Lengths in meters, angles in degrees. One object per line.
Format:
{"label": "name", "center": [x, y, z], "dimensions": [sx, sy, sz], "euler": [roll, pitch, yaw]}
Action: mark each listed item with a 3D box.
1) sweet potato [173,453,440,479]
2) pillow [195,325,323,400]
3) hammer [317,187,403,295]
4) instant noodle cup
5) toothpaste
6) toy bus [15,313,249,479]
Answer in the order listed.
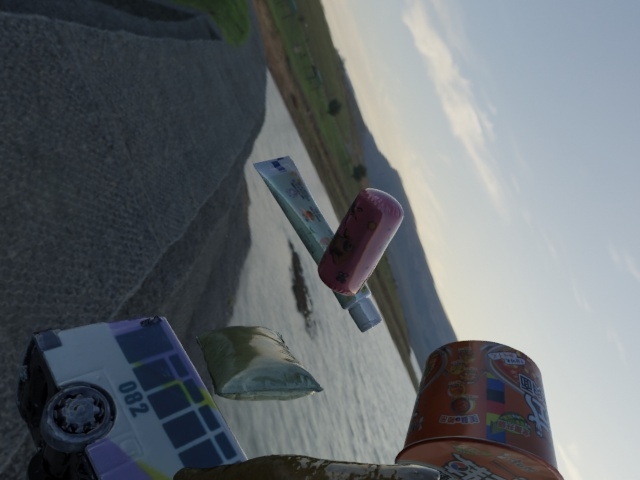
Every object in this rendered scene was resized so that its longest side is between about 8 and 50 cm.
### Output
{"label": "sweet potato", "center": [-0.024, 0.213, 0.445], "dimensions": [0.077, 0.244, 0.077], "euler": [-8, 90, -70]}
{"label": "pillow", "center": [-0.128, 0.225, 1.047], "dimensions": [0.302, 0.185, 0.075], "euler": [-154, -114, -69]}
{"label": "hammer", "center": [0.029, 0.001, 0.412], "dimensions": [0.043, 0.083, 0.043], "euler": [25, 20, -9]}
{"label": "instant noodle cup", "center": [0.256, 0.296, 0.892], "dimensions": [0.192, 0.250, 0.250], "euler": [-70, 146, -44]}
{"label": "toothpaste", "center": [0.000, 0.000, 0.871], "dimensions": [0.314, 0.056, 0.058], "euler": [59, 4, 11]}
{"label": "toy bus", "center": [-0.246, 0.324, 0.786], "dimensions": [0.249, 0.209, 0.440], "euler": [-13, 56, -44]}
